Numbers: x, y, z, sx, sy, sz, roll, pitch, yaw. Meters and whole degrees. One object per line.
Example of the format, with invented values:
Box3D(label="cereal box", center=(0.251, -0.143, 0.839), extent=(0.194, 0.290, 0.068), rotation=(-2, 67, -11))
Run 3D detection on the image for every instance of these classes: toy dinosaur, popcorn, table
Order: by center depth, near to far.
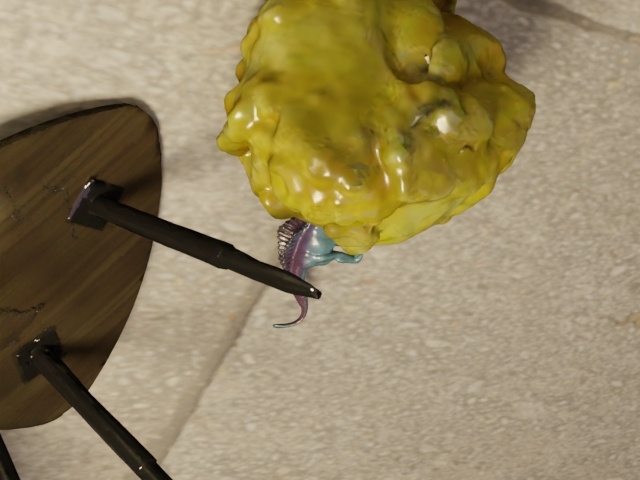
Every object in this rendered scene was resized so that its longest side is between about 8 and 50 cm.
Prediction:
Box3D(label="table", center=(-0.162, 0.105, 1.063), extent=(0.317, 0.249, 0.317), rotation=(-31, 141, -30))
Box3D(label="popcorn", center=(0.043, -0.108, 1.106), extent=(0.266, 0.233, 0.192), rotation=(-53, 177, -32))
Box3D(label="toy dinosaur", center=(0.000, 0.000, 1.289), extent=(0.080, 0.045, 0.197), rotation=(6, 118, -23))
